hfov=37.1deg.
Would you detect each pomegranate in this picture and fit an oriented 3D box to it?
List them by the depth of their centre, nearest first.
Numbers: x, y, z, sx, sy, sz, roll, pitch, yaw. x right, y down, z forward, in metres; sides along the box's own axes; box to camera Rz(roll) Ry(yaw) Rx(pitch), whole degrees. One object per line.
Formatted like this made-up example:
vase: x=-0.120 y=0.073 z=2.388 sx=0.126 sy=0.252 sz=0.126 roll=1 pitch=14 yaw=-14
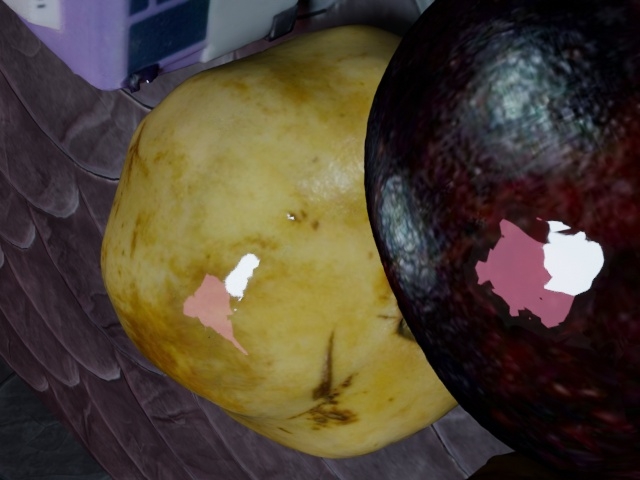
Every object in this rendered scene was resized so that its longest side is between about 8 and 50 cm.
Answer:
pomegranate: x=0.000 y=0.000 z=0.747 sx=0.332 sy=0.332 sz=0.332 roll=36 pitch=145 yaw=31

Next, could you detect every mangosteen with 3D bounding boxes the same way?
mangosteen: x=0.174 y=-0.024 z=0.490 sx=0.300 sy=0.300 sz=0.300 roll=36 pitch=145 yaw=31

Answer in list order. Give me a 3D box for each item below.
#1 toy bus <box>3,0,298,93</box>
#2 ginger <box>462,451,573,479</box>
toy bus: x=-0.117 y=-0.316 z=0.635 sx=0.209 sy=0.249 sz=0.440 roll=46 pitch=149 yaw=18
ginger: x=0.229 y=0.221 z=0.644 sx=0.254 sy=0.176 sz=0.418 roll=-3 pitch=160 yaw=21
